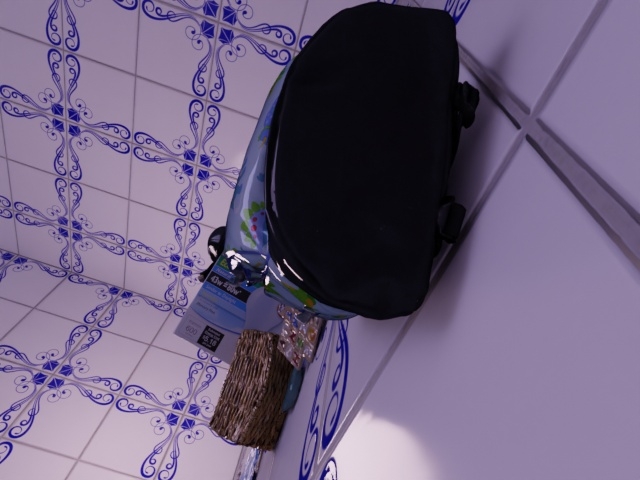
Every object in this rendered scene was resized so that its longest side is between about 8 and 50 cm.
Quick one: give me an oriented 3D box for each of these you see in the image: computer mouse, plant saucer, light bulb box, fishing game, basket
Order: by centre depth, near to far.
[{"bbox_3d":[-0.066,0.362,1.028,0.119,0.021,0.120,-161,90,-87],"label":"plant saucer"},{"bbox_3d":[-0.133,0.425,1.181,0.213,0.223,0.300,-9,56,48],"label":"basket"},{"bbox_3d":[-0.235,0.773,1.407,0.264,0.041,0.189,-61,8,24],"label":"fishing game"},{"bbox_3d":[-0.379,0.046,1.447,0.184,0.060,0.262,-58,1,-24],"label":"computer mouse"},{"bbox_3d":[-0.262,0.256,1.504,0.361,0.357,0.225,-61,2,-14],"label":"light bulb box"}]

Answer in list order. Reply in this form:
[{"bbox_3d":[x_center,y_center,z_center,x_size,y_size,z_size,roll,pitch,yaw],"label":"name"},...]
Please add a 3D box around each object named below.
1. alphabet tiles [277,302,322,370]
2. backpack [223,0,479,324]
[{"bbox_3d":[-0.052,0.173,0.997,0.198,0.009,0.238,26,105,56],"label":"alphabet tiles"},{"bbox_3d":[0.004,-0.041,0.502,0.355,0.272,0.291,75,-155,-74],"label":"backpack"}]
